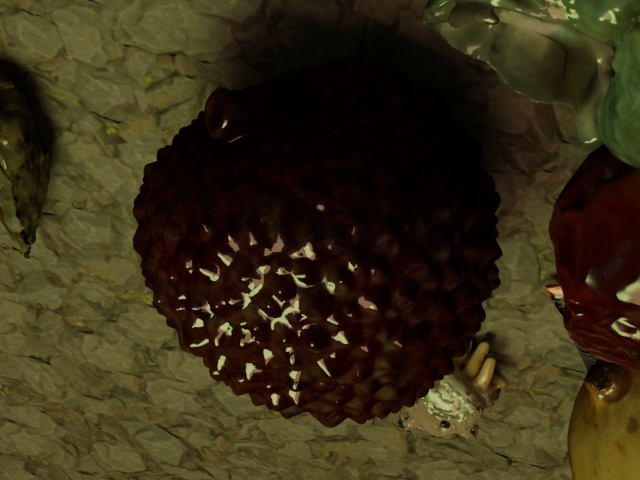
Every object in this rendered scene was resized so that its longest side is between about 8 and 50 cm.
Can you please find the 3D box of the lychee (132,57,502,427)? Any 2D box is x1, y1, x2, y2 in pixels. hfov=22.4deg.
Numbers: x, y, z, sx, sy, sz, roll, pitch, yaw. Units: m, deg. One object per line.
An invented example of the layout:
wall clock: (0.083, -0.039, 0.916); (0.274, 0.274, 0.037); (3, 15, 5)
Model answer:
lychee: (0.000, 0.000, 1.317); (0.306, 0.306, 0.330); (-6, 128, 29)

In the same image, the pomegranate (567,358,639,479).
pomegranate: (0.344, 0.179, 1.425); (0.264, 0.264, 0.264); (12, 141, 10)

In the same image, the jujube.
jujube: (0.354, -0.008, 1.256); (0.342, 0.216, 0.216); (-8, 135, 19)

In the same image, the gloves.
gloves: (0.120, 0.155, 1.626); (0.110, 0.094, 0.144); (28, 151, 7)

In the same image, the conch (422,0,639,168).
conch: (0.223, -0.145, 1.158); (0.277, 0.195, 0.220); (13, 154, -20)

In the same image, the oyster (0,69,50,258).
oyster: (-0.325, -0.094, 1.530); (0.166, 0.094, 0.294); (27, 155, 20)

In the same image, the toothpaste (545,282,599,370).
toothpaste: (0.277, 0.105, 1.538); (0.071, 0.045, 0.193); (-12, 127, 22)
